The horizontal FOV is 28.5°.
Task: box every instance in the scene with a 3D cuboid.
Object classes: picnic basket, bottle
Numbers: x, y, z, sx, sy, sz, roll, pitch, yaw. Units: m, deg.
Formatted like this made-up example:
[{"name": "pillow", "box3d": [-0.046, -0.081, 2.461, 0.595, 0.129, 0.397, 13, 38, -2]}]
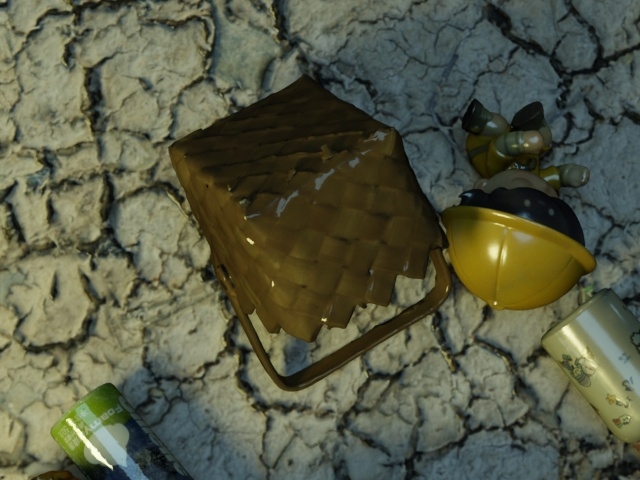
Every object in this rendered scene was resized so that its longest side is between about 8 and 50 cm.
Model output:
[{"name": "picnic basket", "box3d": [0.000, 0.000, 1.452, 0.254, 0.291, 0.321, -32, 122, -11]}, {"name": "bottle", "box3d": [-0.170, 0.314, 1.434, 0.093, 0.093, 0.330, -40, 83, -12]}, {"name": "bottle", "box3d": [0.374, 0.176, 1.496, 0.110, 0.110, 0.233, -36, 80, -11]}]

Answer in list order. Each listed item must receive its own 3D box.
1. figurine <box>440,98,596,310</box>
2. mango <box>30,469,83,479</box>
[{"name": "figurine", "box3d": [0.234, -0.035, 1.516, 0.192, 0.167, 0.257, 19, 49, -19]}, {"name": "mango", "box3d": [-0.303, 0.428, 1.353, 0.199, 0.201, 0.350, -3, 83, 20]}]
